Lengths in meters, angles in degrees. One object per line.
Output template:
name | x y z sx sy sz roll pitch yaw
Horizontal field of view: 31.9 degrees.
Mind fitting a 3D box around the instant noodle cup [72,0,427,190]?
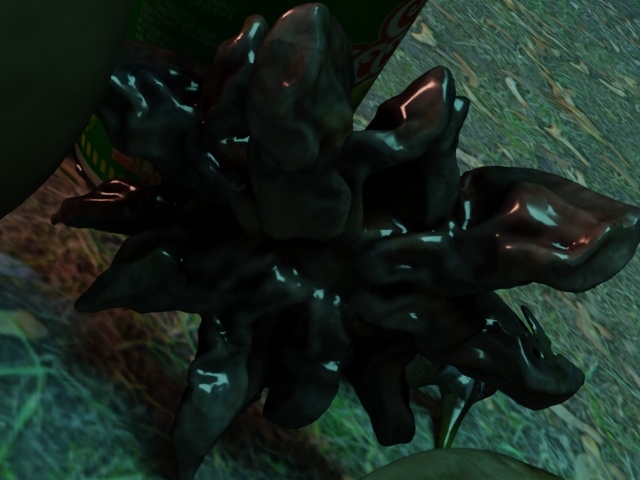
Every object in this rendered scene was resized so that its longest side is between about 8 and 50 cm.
instant noodle cup | -0.042 -0.130 0.591 0.207 0.232 0.207 13 45 -13

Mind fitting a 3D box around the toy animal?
toy animal | 0.039 0.054 0.639 0.202 0.105 0.070 30 -14 -34

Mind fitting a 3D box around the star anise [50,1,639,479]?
star anise | 0.000 0.004 0.492 0.283 0.212 0.129 34 31 -16

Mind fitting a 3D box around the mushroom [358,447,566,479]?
mushroom | 0.093 0.152 0.402 0.207 0.215 0.207 24 36 -19

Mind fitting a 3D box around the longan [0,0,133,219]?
longan | -0.180 -0.111 0.395 0.248 0.248 0.248 32 28 -19
